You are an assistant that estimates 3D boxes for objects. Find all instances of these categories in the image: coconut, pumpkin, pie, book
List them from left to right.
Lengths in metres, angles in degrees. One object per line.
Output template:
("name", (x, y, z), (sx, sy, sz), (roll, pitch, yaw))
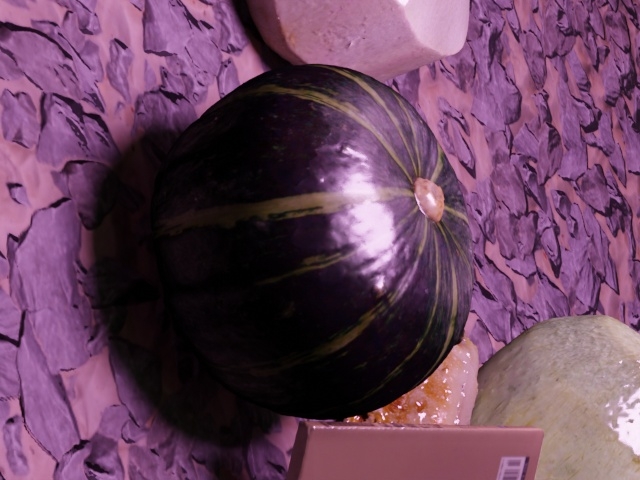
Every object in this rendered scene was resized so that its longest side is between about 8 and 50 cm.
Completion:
("pumpkin", (0.000, 0.000, 1.691), (0.323, 0.241, 0.323), (26, 57, -50))
("coconut", (0.052, -0.270, 1.916), (0.241, 0.241, 0.241), (31, 51, -48))
("book", (0.076, 0.271, 1.744), (0.310, 0.021, 0.217), (7, 99, -43))
("pie", (0.082, 0.191, 1.873), (0.128, 0.068, 0.282), (18, 56, -5))
("coconut", (0.262, 0.252, 1.968), (0.328, 0.328, 0.281), (57, 5, -24))
